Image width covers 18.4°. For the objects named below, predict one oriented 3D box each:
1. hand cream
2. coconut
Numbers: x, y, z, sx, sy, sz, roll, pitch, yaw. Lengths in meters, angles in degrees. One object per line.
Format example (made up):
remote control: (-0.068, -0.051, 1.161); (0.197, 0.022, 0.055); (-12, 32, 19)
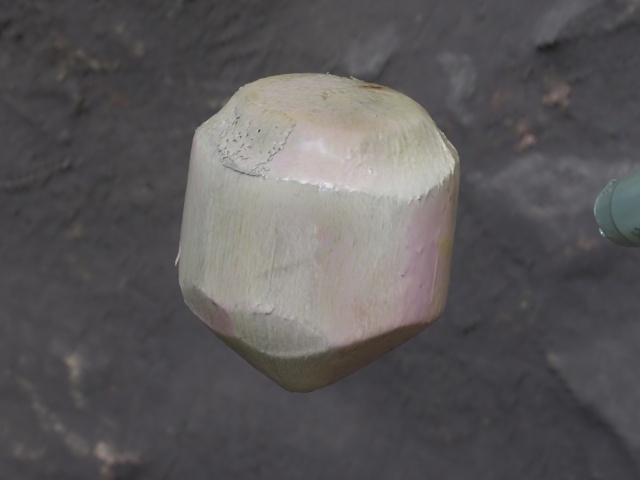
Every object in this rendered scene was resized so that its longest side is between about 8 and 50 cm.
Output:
hand cream: (0.224, -0.026, 1.218); (0.078, 0.050, 0.205); (39, 169, -7)
coconut: (0.000, 0.000, 1.142); (0.171, 0.171, 0.182); (14, 114, 17)
